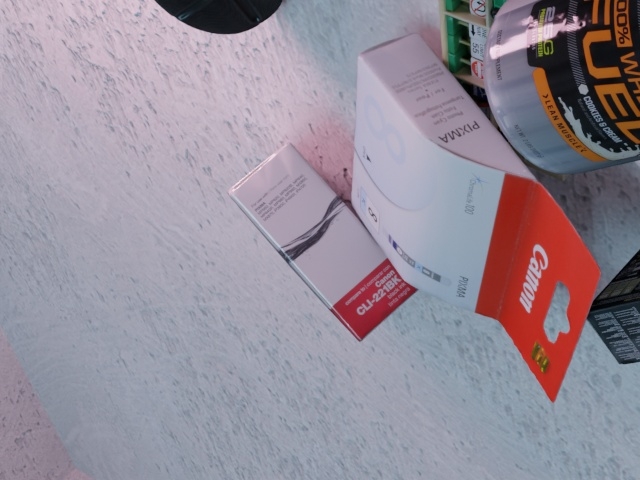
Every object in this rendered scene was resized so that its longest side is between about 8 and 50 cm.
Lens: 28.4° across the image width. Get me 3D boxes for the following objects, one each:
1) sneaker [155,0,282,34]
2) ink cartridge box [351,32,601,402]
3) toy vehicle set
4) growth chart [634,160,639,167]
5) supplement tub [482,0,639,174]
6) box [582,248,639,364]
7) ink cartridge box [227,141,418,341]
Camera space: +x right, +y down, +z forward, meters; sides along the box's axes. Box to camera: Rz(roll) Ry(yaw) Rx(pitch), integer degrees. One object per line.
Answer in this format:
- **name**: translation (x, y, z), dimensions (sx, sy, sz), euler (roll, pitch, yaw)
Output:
- **sneaker**: translation (-0.204, -0.467, 1.564), dimensions (0.447, 0.169, 0.257), euler (43, -154, -43)
- **ink cartridge box**: translation (0.166, -0.010, 1.506), dimensions (0.385, 0.091, 0.308), euler (58, 162, 29)
- **toy vehicle set**: translation (0.211, -0.204, 1.408), dimensions (0.166, 0.035, 0.266), euler (27, 145, 33)
- **growth chart**: translation (0.395, -0.111, 1.291), dimensions (0.172, 0.021, 0.237), euler (48, 151, -2)
- **supplement tub**: translation (0.315, -0.176, 1.131), dimensions (0.316, 0.193, 0.193), euler (-13, 115, 52)
- **box**: translation (0.398, 0.051, 1.354), dimensions (0.077, 0.147, 0.180), euler (53, 150, -9)
- **ink cartridge box**: translation (0.000, 0.000, 1.787), dimensions (0.273, 0.114, 0.197), euler (48, 178, -2)
